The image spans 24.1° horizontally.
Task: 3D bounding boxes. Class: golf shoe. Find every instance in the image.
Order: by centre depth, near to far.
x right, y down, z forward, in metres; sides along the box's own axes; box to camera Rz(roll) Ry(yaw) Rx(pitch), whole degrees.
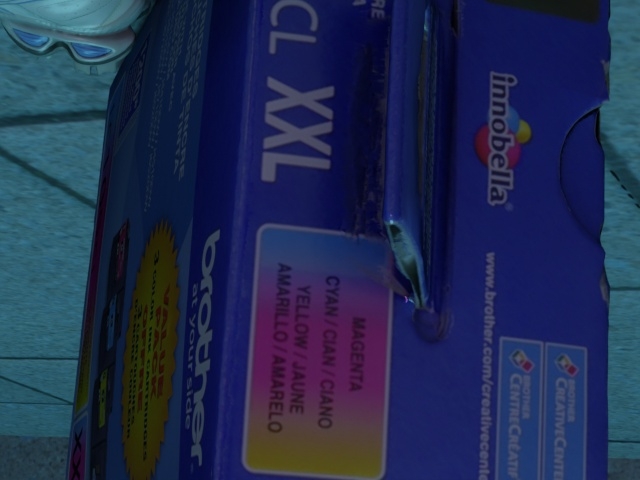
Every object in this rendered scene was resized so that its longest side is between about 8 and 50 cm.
[{"bbox_3d":[-0.165,-0.130,0.666,0.176,0.069,0.086,4,144,-1],"label":"golf shoe"}]

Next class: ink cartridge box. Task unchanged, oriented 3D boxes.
[{"bbox_3d":[0.000,0.000,0.640,0.151,0.270,0.395,8,164,-18],"label":"ink cartridge box"}]
